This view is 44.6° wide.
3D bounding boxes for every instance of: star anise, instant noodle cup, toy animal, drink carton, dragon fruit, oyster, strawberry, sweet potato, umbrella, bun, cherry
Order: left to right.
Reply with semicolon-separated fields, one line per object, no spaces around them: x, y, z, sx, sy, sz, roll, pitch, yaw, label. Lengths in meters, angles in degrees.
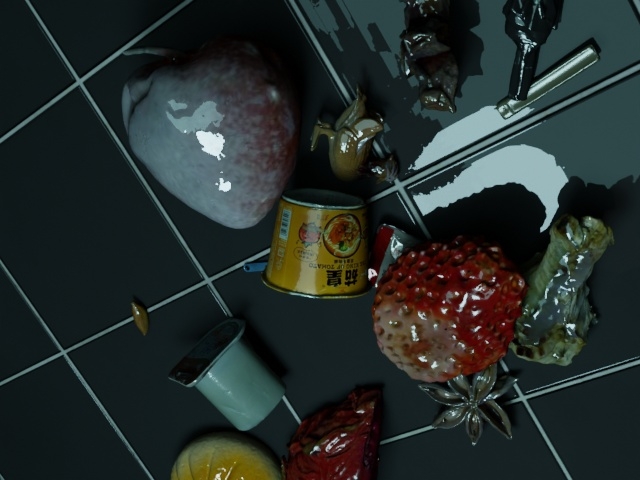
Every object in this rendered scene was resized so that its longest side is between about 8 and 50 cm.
-0.415;0.179;1.805;0.034;0.034;0.095;2;124;20;sweet potato
-0.197;-0.204;1.401;0.327;0.291;0.334;11;119;11;cherry
-0.230;0.603;1.845;0.299;0.165;0.298;8;114;19;bun
-0.182;0.292;1.677;0.189;0.191;0.185;48;158;-11;drink carton
0.000;0.000;1.472;0.216;0.216;0.172;10;105;17;instant noodle cup
0.057;0.457;1.694;0.302;0.240;0.330;28;100;39;dragon fruit
0.076;-0.190;1.428;0.179;0.089;0.188;18;119;-5;toy animal
0.171;-0.307;1.263;0.099;0.214;0.219;-8;90;19;star anise
0.215;0.128;1.383;0.265;0.149;0.336;50;143;8;strawberry
0.292;0.311;1.565;0.197;0.073;0.212;6;112;15;star anise
0.341;-0.383;1.224;0.118;0.118;0.340;12;121;16;umbrella
0.423;0.092;1.387;0.198;0.133;0.336;22;123;2;oyster

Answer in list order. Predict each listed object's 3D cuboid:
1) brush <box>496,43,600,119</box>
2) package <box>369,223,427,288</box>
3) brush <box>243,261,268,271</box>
0.379;-0.265;1.307;0.190;0.027;0.034;-33;94;37;brush
0.204;0.069;1.517;0.239;0.030;0.154;24;121;9;package
-0.089;0.052;1.632;0.164;0.014;0.051;-5;109;24;brush
